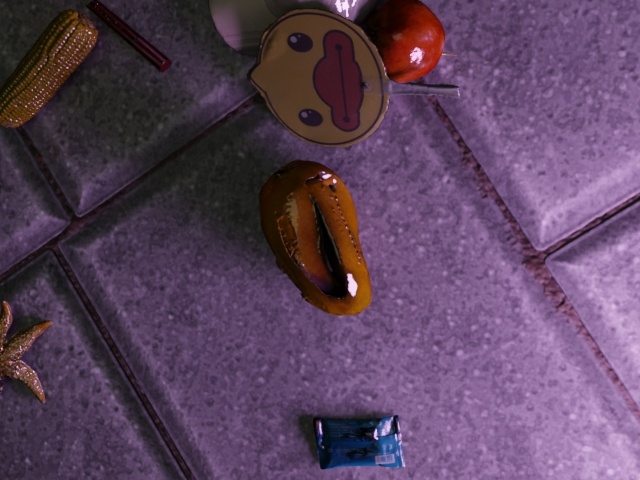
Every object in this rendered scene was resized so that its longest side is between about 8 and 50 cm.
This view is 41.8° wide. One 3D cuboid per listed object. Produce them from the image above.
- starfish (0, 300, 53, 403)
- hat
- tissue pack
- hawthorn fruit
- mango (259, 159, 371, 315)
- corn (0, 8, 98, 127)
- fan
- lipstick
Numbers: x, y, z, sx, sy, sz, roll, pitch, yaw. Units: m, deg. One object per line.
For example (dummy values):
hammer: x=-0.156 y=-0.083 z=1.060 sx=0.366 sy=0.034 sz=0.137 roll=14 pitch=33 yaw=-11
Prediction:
starfish: x=-0.532 y=0.214 z=1.435 sx=0.176 sy=0.053 sz=0.208 roll=40 pitch=106 yaw=-1
hat: x=-0.040 y=-0.387 z=1.246 sx=0.275 sy=0.161 sz=0.232 roll=-14 pitch=84 yaw=16
tissue pack: x=0.059 y=0.315 z=1.309 sx=0.138 sy=0.028 sz=0.085 roll=-6 pitch=91 yaw=16
hawthorn fruit: x=0.126 y=-0.287 z=1.227 sx=0.140 sy=0.125 sz=0.125 roll=35 pitch=99 yaw=3
mango: x=0.000 y=0.000 z=1.255 sx=0.156 sy=0.151 sz=0.249 roll=-32 pitch=93 yaw=-29
corn: x=-0.456 y=-0.282 z=1.386 sx=0.080 sy=0.080 sz=0.231 roll=46 pitch=105 yaw=8
fan: x=0.039 y=-0.231 z=1.227 sx=0.335 sy=0.011 sz=0.230 roll=7 pitch=130 yaw=21
lipstick: x=-0.316 y=-0.339 z=1.376 sx=0.176 sy=0.027 sz=0.027 roll=41 pitch=100 yaw=10
